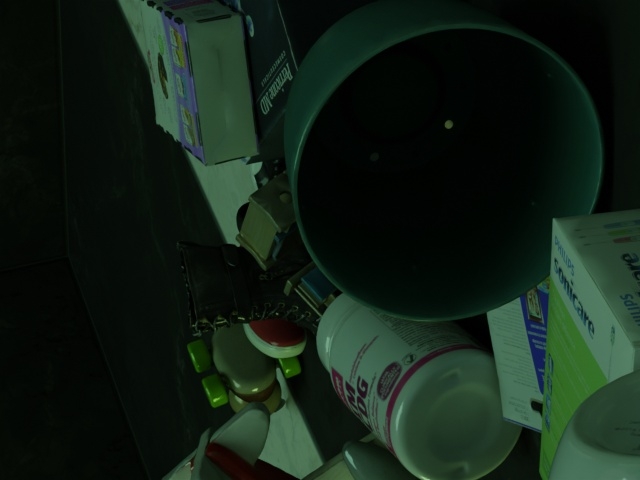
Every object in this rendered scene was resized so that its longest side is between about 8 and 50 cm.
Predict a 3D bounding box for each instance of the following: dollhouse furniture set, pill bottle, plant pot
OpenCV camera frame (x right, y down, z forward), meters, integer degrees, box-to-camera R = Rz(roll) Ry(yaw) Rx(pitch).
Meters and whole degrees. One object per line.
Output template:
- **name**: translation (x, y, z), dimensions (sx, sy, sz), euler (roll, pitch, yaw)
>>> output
- **dollhouse furniture set**: translation (0.000, 0.000, 2.245), dimensions (0.183, 0.129, 0.129), euler (47, 153, 13)
- **pill bottle**: translation (0.106, 0.157, 1.911), dimensions (0.283, 0.160, 0.160), euler (-140, 41, -63)
- **plant pot**: translation (0.096, -0.105, 1.586), dimensions (0.235, 0.293, 0.293), euler (-115, 19, -62)

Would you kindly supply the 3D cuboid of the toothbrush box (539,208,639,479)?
- **toothbrush box**: translation (0.274, 0.143, 1.394), dimensions (0.206, 0.122, 0.283), euler (-109, 14, -59)

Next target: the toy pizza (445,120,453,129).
- **toy pizza**: translation (0.144, -0.050, 1.863), dimensions (0.201, 0.032, 0.201), euler (167, 90, -72)

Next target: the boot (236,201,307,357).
- **boot**: translation (-0.082, 0.053, 2.554), dimensions (0.244, 0.088, 0.176), euler (-118, 24, -48)

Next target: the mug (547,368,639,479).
- **mug**: translation (0.328, 0.257, 1.118), dimensions (0.374, 0.276, 0.328), euler (-3, 110, 41)

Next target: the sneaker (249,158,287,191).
- **sneaker**: translation (-0.050, -0.124, 2.331), dimensions (0.121, 0.079, 0.216), euler (-141, 43, -65)

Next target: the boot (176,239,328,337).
- **boot**: translation (-0.074, 0.099, 2.315), dimensions (0.091, 0.229, 0.263), euler (107, 146, -57)

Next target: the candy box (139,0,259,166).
- **candy box**: translation (-0.141, -0.193, 1.884), dimensions (0.196, 0.070, 0.164), euler (-140, 40, -62)

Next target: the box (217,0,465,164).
- **box**: translation (-0.013, -0.325, 1.864), dimensions (0.293, 0.212, 0.395), euler (136, 119, -69)

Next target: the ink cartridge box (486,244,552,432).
- **ink cartridge box**: translation (0.229, 0.095, 1.679), dimensions (0.206, 0.045, 0.208), euler (-169, 68, -71)

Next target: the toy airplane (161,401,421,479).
- **toy airplane**: translation (-0.026, 0.394, 2.119), dimensions (0.272, 0.385, 0.386), euler (-108, 17, -51)

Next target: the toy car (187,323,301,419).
- **toy car**: translation (-0.114, 0.234, 2.697), dimensions (0.188, 0.155, 0.149), euler (78, 168, -49)
